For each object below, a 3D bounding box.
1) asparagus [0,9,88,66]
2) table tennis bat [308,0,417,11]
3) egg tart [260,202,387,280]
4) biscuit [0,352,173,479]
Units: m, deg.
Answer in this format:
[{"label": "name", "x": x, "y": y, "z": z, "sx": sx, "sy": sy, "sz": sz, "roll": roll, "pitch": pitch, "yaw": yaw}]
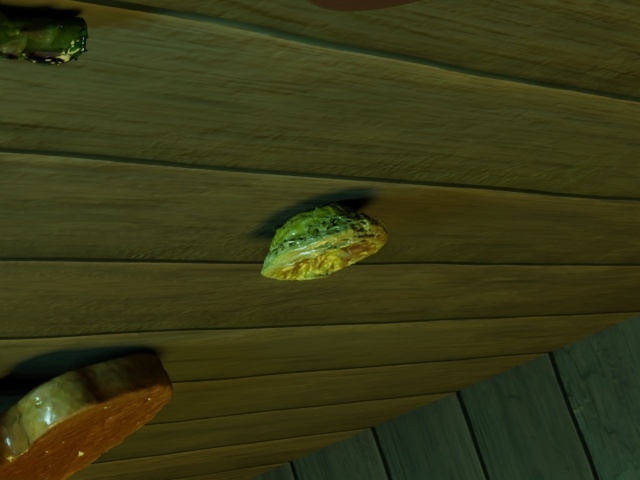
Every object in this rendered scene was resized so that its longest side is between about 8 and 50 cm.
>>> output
[{"label": "asparagus", "x": -0.194, "y": -0.115, "z": 0.970, "sx": 0.036, "sy": 0.030, "sz": 0.165, "roll": 2, "pitch": -178, "yaw": 35}, {"label": "table tennis bat", "x": 0.100, "y": -0.199, "z": 1.045, "sx": 0.154, "sy": 0.021, "sz": 0.274, "roll": -5, "pitch": 163, "yaw": -44}, {"label": "egg tart", "x": 0.000, "y": 0.000, "z": 1.636, "sx": 0.130, "sy": 0.052, "sz": 0.130, "roll": -17, "pitch": 168, "yaw": -4}, {"label": "biscuit", "x": -0.372, "y": 0.263, "z": 2.003, "sx": 0.455, "sy": 0.078, "sz": 0.350, "roll": -33, "pitch": 164, "yaw": 4}]
